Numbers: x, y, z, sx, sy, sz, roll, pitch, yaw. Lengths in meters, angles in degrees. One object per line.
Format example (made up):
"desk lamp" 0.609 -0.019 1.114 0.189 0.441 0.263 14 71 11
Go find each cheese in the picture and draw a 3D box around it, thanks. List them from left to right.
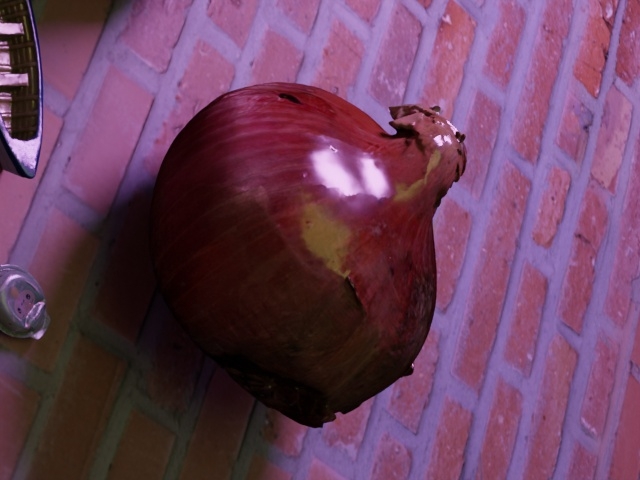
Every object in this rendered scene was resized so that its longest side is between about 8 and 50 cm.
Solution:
"cheese" -0.298 0.046 1.659 0.120 0.026 0.067 50 49 -27

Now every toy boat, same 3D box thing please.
"toy boat" -0.304 -0.168 1.687 0.080 0.046 0.228 -6 86 -49

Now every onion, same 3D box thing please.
"onion" -0.024 0.010 1.790 0.354 0.354 0.353 13 72 -45
